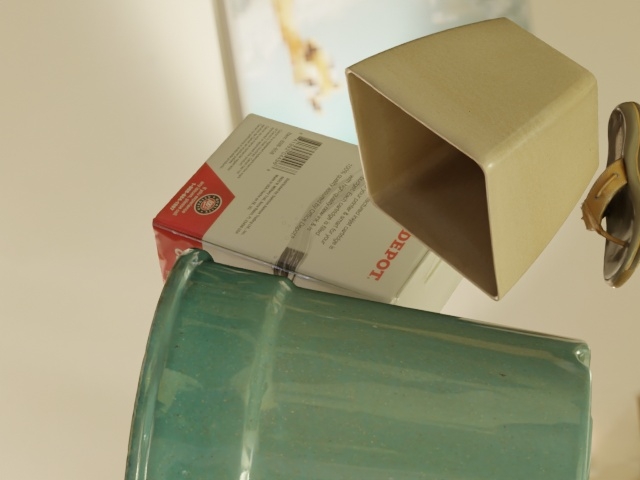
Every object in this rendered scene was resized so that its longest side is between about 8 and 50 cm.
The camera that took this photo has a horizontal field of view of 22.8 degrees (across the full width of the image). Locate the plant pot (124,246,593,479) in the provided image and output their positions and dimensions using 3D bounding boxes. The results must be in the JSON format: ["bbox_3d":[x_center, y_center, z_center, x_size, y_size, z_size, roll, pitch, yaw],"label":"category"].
[{"bbox_3d":[0.041,0.188,1.282,0.334,0.341,0.341,4,-168,7],"label":"plant pot"}]

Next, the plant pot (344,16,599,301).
[{"bbox_3d":[0.089,-0.055,0.850,0.096,0.109,0.109,-36,-127,-20],"label":"plant pot"}]

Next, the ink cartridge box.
[{"bbox_3d":[0.000,0.000,1.609,0.273,0.114,0.197,18,-132,24],"label":"ink cartridge box"}]

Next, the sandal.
[{"bbox_3d":[0.239,-0.040,1.310,0.049,0.180,0.072,11,149,-9],"label":"sandal"}]
